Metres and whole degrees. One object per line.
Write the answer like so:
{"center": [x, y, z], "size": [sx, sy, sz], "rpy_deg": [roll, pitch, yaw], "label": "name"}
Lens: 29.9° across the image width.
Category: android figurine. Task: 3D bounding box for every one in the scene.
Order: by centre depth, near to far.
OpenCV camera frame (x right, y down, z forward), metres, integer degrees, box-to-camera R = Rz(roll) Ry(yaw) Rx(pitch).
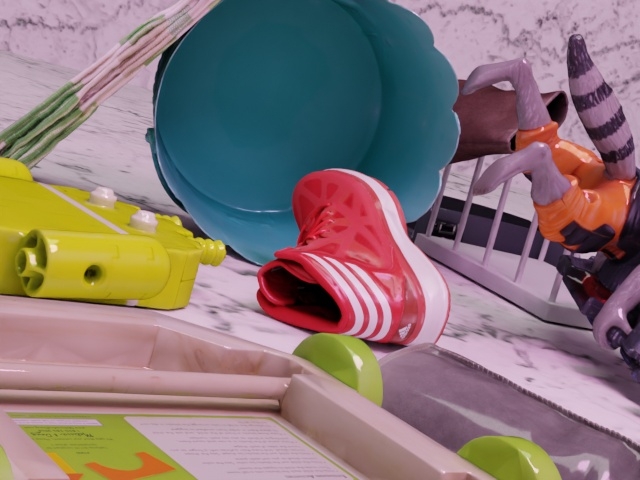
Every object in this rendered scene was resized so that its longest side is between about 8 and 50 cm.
{"center": [-0.193, -0.009, 0.819], "size": [0.273, 0.056, 0.248], "rpy_deg": [7, 12, -38], "label": "android figurine"}

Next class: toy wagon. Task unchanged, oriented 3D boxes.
{"center": [-0.029, 0.095, 0.434], "size": [0.267, 0.068, 0.344], "rpy_deg": [8, 13, -41], "label": "toy wagon"}

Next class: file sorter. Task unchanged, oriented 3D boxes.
{"center": [0.272, -0.018, 1.341], "size": [0.193, 0.173, 0.277], "rpy_deg": [11, 11, -27], "label": "file sorter"}

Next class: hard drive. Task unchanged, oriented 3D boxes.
{"center": [0.204, -0.014, 1.573], "size": [0.254, 0.054, 0.172], "rpy_deg": [13, 9, -23], "label": "hard drive"}

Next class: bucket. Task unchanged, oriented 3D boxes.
{"center": [-0.028, -0.117, 1.116], "size": [0.281, 0.281, 0.183], "rpy_deg": [14, 10, -17], "label": "bucket"}

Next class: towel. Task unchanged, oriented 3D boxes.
{"center": [-0.176, -0.165, 1.052], "size": [0.038, 0.325, 0.248], "rpy_deg": [48, -1, -15], "label": "towel"}

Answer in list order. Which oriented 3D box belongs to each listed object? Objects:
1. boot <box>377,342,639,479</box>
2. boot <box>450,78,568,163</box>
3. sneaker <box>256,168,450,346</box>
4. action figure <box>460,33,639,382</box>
{"center": [0.144, 0.116, 0.645], "size": [0.208, 0.076, 0.189], "rpy_deg": [15, 4, 40], "label": "boot"}
{"center": [0.118, -0.110, 1.281], "size": [0.248, 0.090, 0.207], "rpy_deg": [-34, 26, -34], "label": "boot"}
{"center": [0.000, 0.000, 0.929], "size": [0.128, 0.087, 0.221], "rpy_deg": [9, 23, -33], "label": "sneaker"}
{"center": [0.272, 0.003, 1.001], "size": [0.330, 0.178, 0.341], "rpy_deg": [37, 14, -19], "label": "action figure"}
